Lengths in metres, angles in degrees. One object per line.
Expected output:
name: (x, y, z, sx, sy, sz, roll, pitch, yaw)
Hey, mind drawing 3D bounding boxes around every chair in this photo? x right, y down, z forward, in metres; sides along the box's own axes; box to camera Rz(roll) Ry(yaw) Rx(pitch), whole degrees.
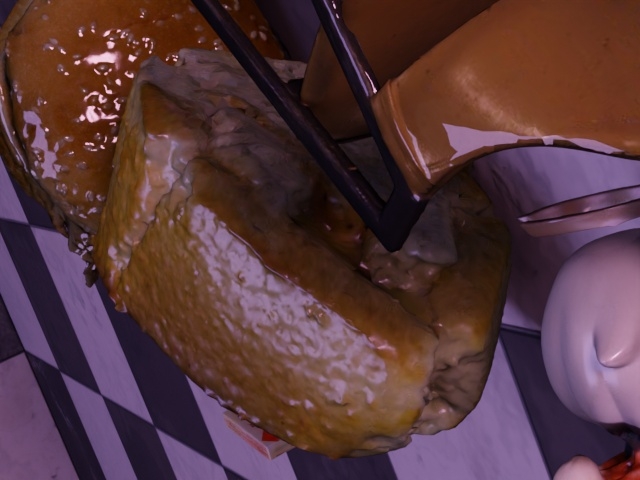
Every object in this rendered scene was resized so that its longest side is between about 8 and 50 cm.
chair: (0.059, -0.098, 0.546, 0.247, 0.158, 0.172, 60, 158, 17)

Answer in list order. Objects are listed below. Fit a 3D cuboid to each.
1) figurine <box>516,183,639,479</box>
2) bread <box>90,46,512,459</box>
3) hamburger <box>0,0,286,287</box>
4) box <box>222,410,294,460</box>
figurine: (0.126, 0.049, 0.626, 0.132, 0.132, 0.154, 175, 83, -69)
bread: (0.000, 0.000, 0.791, 0.257, 0.186, 0.124, 43, 135, 37)
hamburger: (-0.107, -0.093, 0.949, 0.122, 0.189, 0.215, -11, 101, 60)
box: (-0.036, 0.144, 1.227, 0.093, 0.058, 0.015, 22, 135, 62)
